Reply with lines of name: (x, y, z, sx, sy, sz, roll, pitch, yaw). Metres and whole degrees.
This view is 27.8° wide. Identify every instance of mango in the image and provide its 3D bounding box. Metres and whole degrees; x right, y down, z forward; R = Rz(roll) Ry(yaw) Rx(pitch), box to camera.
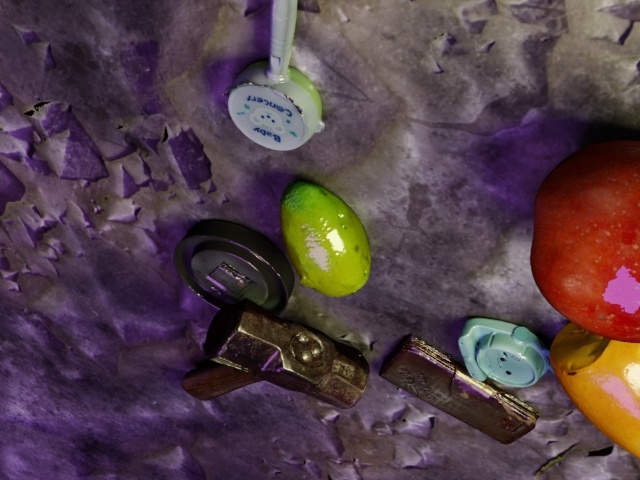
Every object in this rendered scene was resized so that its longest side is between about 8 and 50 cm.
mango: (0.000, 0.001, 1.702, 0.119, 0.100, 0.178, -1, 128, 38)
mango: (0.414, 0.207, 1.651, 0.257, 0.138, 0.187, 44, 154, -12)

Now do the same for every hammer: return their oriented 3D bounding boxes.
hammer: (-0.118, 0.197, 2.025, 0.242, 0.095, 0.409, 23, 159, -23)

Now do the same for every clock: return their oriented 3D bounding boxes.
clock: (0.266, 0.159, 1.764, 0.147, 0.045, 0.108, 8, 143, 30)
clock: (-0.124, 0.043, 1.886, 0.184, 0.040, 0.184, 17, 143, 14)

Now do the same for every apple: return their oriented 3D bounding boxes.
apple: (0.331, 0.001, 1.379, 0.201, 0.218, 0.218, 12, 142, 24)

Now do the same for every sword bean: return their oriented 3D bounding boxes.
sword bean: (0.348, 0.346, 1.978, 0.012, 0.012, 0.083, 29, 146, -2)

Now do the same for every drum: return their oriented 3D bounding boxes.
drum: (-0.033, -0.195, 1.518, 0.130, 0.049, 0.253, 30, 145, -3)

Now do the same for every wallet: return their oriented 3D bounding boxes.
wallet: (0.202, 0.227, 1.907, 0.232, 0.031, 0.122, 31, 147, -3)
